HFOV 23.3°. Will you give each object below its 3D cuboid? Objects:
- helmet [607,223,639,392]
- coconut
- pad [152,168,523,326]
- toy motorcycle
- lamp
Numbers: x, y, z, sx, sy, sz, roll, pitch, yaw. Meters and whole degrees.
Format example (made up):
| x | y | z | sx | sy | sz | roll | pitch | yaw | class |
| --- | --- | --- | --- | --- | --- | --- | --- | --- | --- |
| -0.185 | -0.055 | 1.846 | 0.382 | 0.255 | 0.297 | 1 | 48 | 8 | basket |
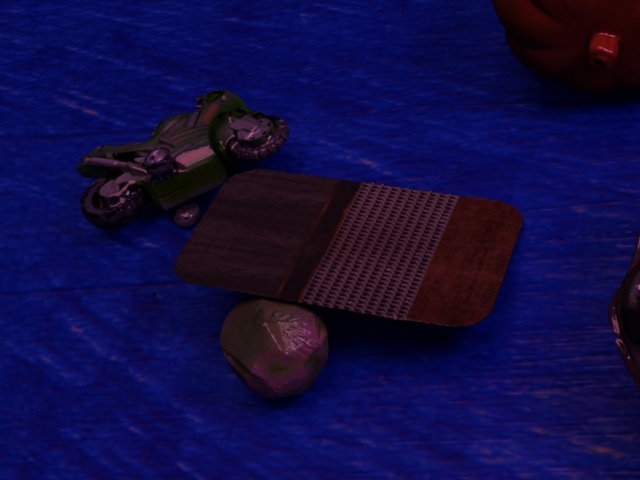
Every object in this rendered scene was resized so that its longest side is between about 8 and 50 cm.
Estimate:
| x | y | z | sx | sy | sz | roll | pitch | yaw | class |
| --- | --- | --- | --- | --- | --- | --- | --- | --- | --- |
| 0.335 | 0.047 | 0.950 | 0.271 | 0.197 | 0.338 | -43 | 29 | 36 | helmet |
| -0.033 | 0.077 | 1.166 | 0.082 | 0.081 | 0.083 | 2 | 57 | 16 | coconut |
| -0.001 | 0.023 | 1.125 | 0.250 | 0.055 | 0.323 | 9 | 18 | 15 | pad |
| -0.120 | -0.075 | 1.332 | 0.190 | 0.074 | 0.106 | -23 | 39 | 4 | toy motorcycle |
| 0.226 | -0.200 | 1.220 | 0.187 | 0.188 | 0.164 | -3 | 54 | 19 | lamp |
